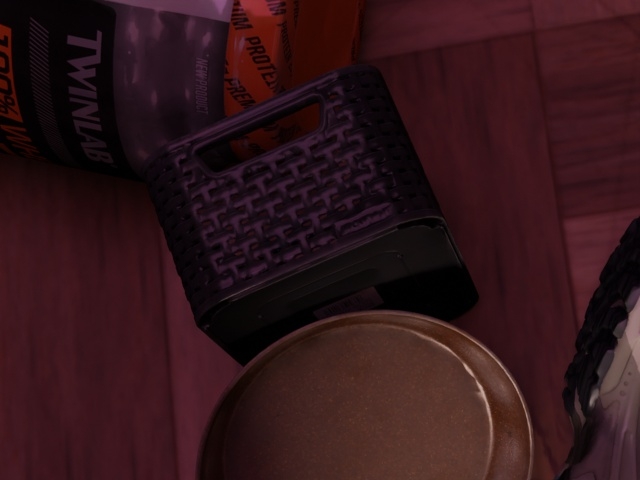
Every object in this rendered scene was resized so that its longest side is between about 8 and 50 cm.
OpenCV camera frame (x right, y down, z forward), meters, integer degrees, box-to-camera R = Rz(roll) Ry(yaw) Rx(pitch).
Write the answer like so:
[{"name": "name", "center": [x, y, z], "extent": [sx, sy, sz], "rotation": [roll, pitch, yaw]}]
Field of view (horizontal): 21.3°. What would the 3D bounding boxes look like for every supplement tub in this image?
[{"name": "supplement tub", "center": [-0.145, -0.139, 0.906], "extent": [0.316, 0.193, 0.193], "rotation": [11, 76, 16]}]

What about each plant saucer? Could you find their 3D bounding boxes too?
[{"name": "plant saucer", "center": [0.021, 0.107, 0.841], "extent": [0.169, 0.029, 0.168], "rotation": [-4, 112, -9]}]

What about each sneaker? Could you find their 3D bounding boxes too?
[{"name": "sneaker", "center": [0.181, 0.093, 0.832], "extent": [0.122, 0.110, 0.283], "rotation": [20, 81, -2]}]

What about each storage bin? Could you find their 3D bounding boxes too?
[{"name": "storage bin", "center": [0.000, 0.000, 0.840], "extent": [0.122, 0.180, 0.084], "rotation": [-23, 71, 4]}]
